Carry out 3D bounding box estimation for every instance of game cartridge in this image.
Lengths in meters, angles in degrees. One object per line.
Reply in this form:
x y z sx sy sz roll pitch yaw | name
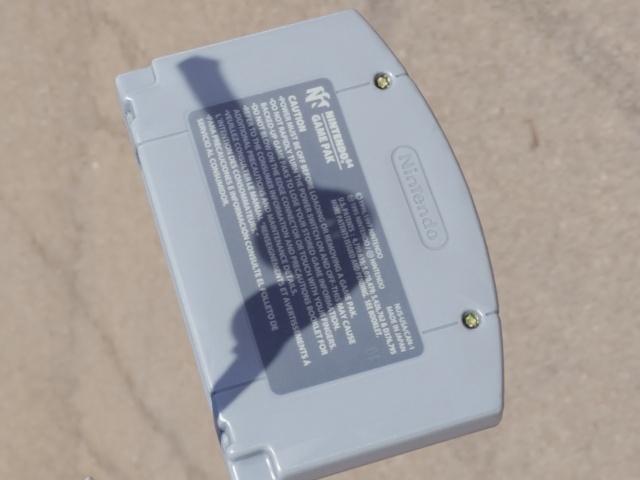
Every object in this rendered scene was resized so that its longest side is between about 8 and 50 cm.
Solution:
0.000 0.000 0.999 0.062 0.198 0.297 103 152 -65 | game cartridge

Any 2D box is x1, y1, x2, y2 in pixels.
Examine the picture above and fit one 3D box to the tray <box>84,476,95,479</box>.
-0.121 0.232 0.580 0.270 0.030 0.145 -77 -12 -50 | tray
